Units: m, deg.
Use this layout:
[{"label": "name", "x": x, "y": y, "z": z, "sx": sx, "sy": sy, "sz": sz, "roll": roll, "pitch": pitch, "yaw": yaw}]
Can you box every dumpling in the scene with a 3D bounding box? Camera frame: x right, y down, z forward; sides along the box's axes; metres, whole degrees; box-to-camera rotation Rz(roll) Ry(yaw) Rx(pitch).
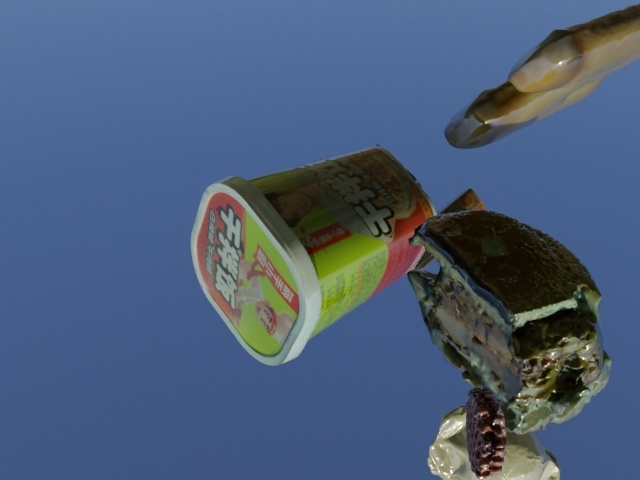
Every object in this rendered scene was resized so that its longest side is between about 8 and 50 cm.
[{"label": "dumpling", "x": 0.303, "y": 0.396, "z": 1.519, "sx": 0.258, "sy": 0.193, "sz": 0.147, "roll": 27, "pitch": -158, "yaw": -13}]

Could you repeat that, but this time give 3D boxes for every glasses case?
[{"label": "glasses case", "x": 0.259, "y": -0.019, "z": 1.832, "sx": 0.218, "sy": 0.049, "sz": 0.075, "roll": -38, "pitch": -87, "yaw": -16}]

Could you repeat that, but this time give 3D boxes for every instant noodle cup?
[{"label": "instant noodle cup", "x": 0.000, "y": 0.000, "z": 1.335, "sx": 0.308, "sy": 0.294, "sz": 0.294, "roll": -25, "pitch": -126, "yaw": -34}]

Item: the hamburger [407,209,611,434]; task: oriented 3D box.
[{"label": "hamburger", "x": 0.239, "y": 0.089, "z": 1.034, "sx": 0.192, "sy": 0.168, "sz": 0.288, "roll": -7, "pitch": -142, "yaw": -25}]

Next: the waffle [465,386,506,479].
[{"label": "waffle", "x": 0.140, "y": 0.164, "z": 0.733, "sx": 0.029, "sy": 0.083, "sz": 0.075, "roll": 0, "pitch": -96, "yaw": 0}]

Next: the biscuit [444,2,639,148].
[{"label": "biscuit", "x": 0.312, "y": -0.212, "z": 1.083, "sx": 0.290, "sy": 0.237, "sz": 0.062, "roll": -26, "pitch": -97, "yaw": -36}]
